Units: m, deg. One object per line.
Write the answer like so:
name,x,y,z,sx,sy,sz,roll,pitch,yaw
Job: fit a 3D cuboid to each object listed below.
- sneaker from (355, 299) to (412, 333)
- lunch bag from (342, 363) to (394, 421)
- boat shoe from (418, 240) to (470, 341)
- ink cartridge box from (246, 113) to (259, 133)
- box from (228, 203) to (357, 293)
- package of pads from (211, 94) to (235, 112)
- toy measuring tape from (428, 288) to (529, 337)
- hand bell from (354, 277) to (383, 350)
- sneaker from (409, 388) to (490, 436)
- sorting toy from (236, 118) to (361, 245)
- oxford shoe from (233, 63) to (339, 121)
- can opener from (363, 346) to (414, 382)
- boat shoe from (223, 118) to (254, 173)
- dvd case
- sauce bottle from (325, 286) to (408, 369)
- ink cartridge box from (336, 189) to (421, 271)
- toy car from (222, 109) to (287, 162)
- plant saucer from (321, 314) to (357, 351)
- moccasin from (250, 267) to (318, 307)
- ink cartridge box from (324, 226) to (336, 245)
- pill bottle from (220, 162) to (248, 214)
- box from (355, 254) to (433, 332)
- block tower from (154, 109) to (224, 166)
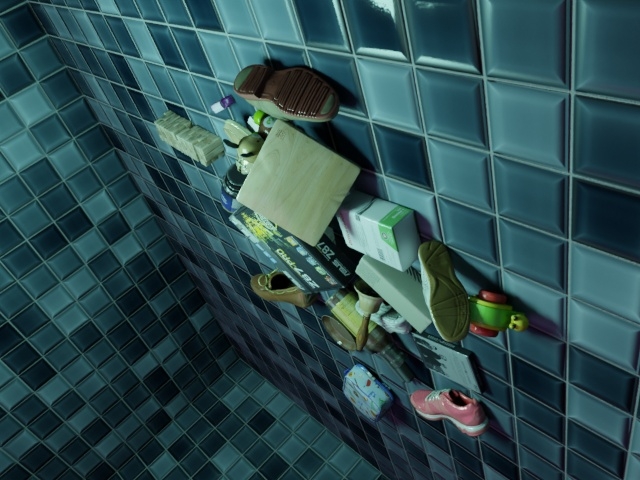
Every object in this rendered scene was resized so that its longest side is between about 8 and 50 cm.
sneaker,0.212,0.263,1.932,0.232,0.090,0.115,21,148,48
lunch bag,0.203,0.673,2.533,0.243,0.115,0.303,42,156,20
boat shoe,0.311,0.137,1.442,0.096,0.098,0.277,81,-178,-58
ink cartridge box,-0.203,-0.358,1.781,0.048,0.028,0.083,47,157,1
box,-0.097,0.005,1.892,0.395,0.097,0.318,46,157,-12
package of pads,-0.313,-0.436,1.828,0.032,0.050,0.083,57,156,-18
toy measuring tape,0.375,0.168,1.460,0.330,0.121,0.121,17,141,51
hand bell,0.151,0.253,1.852,0.126,0.126,0.242,30,123,36
sneaker,0.440,0.557,1.984,0.313,0.116,0.136,7,123,48
sorting toy,-0.055,-0.162,1.557,0.255,0.089,0.257,31,112,0
oxford shoe,-0.069,-0.367,1.477,0.348,0.123,0.130,29,175,37
can opener,0.238,0.434,2.149,0.280,0.093,0.074,47,156,-6
boat shoe,-0.219,-0.253,1.834,0.302,0.098,0.109,51,166,-26
dvd case,0.410,0.387,1.845,0.238,0.029,0.179,17,141,50
sauce bottle,0.169,0.315,2.052,0.344,0.111,0.111,47,156,6
ink cartridge box,0.158,-0.031,1.569,0.219,0.092,0.160,27,147,43
toy car,-0.181,-0.280,1.627,0.155,0.188,0.149,37,127,27
plant saucer,0.087,0.378,2.380,0.198,0.036,0.199,39,154,23
moccasin,-0.176,0.188,2.420,0.380,0.139,0.147,14,138,52
ink cartridge box,0.000,0.000,1.935,0.099,0.056,0.135,32,152,32
pill bottle,-0.302,-0.190,2.090,0.123,0.123,0.219,45,156,9
box,0.238,0.136,1.684,0.275,0.094,0.113,43,156,11
block tower,-0.504,-0.390,2.174,0.335,0.097,0.091,33,151,35
